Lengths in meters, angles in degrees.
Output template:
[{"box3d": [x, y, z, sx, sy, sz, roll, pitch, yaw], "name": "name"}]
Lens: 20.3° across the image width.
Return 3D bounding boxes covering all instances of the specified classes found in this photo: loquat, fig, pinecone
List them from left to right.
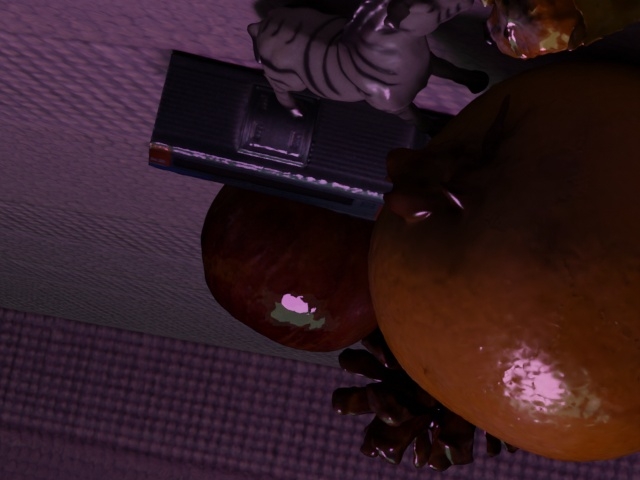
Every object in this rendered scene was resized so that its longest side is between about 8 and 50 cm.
[{"box3d": [-0.001, -0.001, 1.614, 0.205, 0.205, 0.205, 12, 169, 2], "name": "fig"}, {"box3d": [0.149, 0.097, 1.725, 0.244, 0.309, 0.244, 49, -178, -2], "name": "pinecone"}, {"box3d": [0.159, 0.012, 1.198, 0.275, 0.275, 0.275, 12, 169, 2], "name": "loquat"}]

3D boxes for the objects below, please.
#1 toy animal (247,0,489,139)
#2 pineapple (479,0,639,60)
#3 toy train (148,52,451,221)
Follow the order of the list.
[{"box3d": [0.022, -0.128, 1.206, 0.217, 0.073, 0.176, 10, 164, 39], "name": "toy animal"}, {"box3d": [0.143, -0.167, 0.695, 0.233, 0.135, 0.079, -25, -171, -32], "name": "pineapple"}, {"box3d": [0.066, -0.060, 1.451, 0.409, 0.086, 0.089, 13, 167, -2], "name": "toy train"}]
